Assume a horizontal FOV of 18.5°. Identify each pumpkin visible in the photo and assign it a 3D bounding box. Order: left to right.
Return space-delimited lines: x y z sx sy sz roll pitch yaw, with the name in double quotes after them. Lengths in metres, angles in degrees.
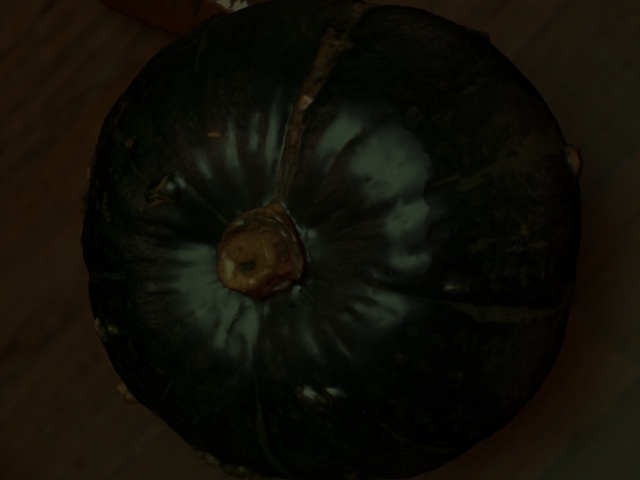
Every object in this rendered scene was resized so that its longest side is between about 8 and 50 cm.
0.002 0.000 0.719 0.190 0.146 0.190 9 103 40 "pumpkin"

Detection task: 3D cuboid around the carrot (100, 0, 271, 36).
-0.013 -0.085 0.800 0.191 0.047 0.047 25 88 13 "carrot"
